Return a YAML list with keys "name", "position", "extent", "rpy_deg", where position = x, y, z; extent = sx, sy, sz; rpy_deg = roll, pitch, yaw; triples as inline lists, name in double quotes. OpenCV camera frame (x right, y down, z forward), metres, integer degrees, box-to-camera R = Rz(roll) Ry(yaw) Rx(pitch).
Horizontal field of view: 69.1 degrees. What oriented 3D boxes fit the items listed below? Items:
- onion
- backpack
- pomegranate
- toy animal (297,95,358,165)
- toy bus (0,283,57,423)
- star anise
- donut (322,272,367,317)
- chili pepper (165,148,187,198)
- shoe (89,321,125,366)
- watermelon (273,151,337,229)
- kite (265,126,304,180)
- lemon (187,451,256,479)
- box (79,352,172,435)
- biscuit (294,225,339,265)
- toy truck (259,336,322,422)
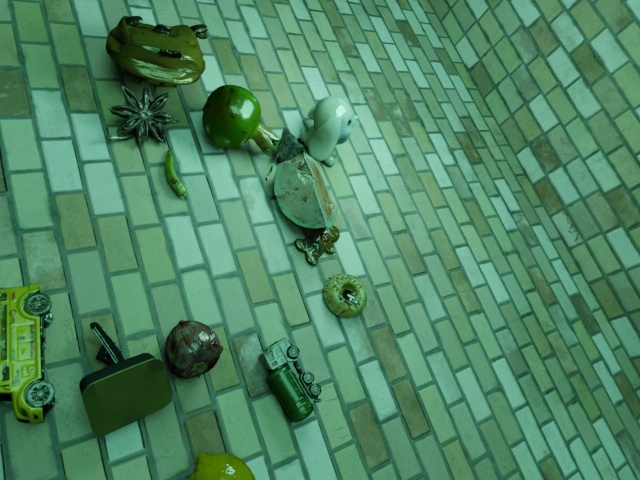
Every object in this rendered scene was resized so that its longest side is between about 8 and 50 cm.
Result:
- name: "onion"
  position: [-0.375, 0.295, 1.330]
  extent: [0.160, 0.159, 0.195]
  rpy_deg: [-11, 43, -32]
- name: "backpack"
  position: [-0.568, -0.672, 1.652]
  extent: [0.354, 0.201, 0.378]
  rpy_deg: [-6, 39, -31]
- name: "pomegranate"
  position: [-0.287, -0.434, 1.716]
  extent: [0.302, 0.236, 0.235]
  rpy_deg: [28, 55, -12]
- name: "toy animal"
  position: [0.021, -0.462, 1.883]
  extent: [0.174, 0.289, 0.249]
  rpy_deg: [4, 42, -25]
- name: "toy bus"
  position: [-0.734, 0.281, 1.133]
  extent: [0.152, 0.144, 0.329]
  rpy_deg: [-2, 65, -30]
- name: "star anise"
  position: [-0.618, -0.417, 1.592]
  extent: [0.262, 0.081, 0.230]
  rpy_deg: [-42, 119, -16]
- name: "donut"
  position: [0.094, 0.193, 1.677]
  extent: [0.175, 0.068, 0.174]
  rpy_deg: [13, 59, -23]
- name: "chili pepper"
  position: [-0.507, -0.233, 1.597]
  extent: [0.049, 0.043, 0.208]
  rpy_deg: [-17, 73, -21]
- name: "shoe"
  position: [-0.588, 0.296, 1.261]
  extent: [0.053, 0.062, 0.159]
  rpy_deg: [-33, 89, -10]
- name: "watermelon"
  position: [-0.043, -0.158, 1.722]
  extent: [0.224, 0.180, 0.304]
  rpy_deg: [-13, 73, -21]
- name: "kite"
  position: [-0.143, -0.305, 1.815]
  extent: [0.152, 0.015, 0.285]
  rpy_deg: [50, 45, -36]
- name: "lemon"
  position: [-0.247, 0.649, 1.173]
  extent: [0.187, 0.187, 0.244]
  rpy_deg: [-28, 83, -36]
- name: "box"
  position: [-0.505, 0.388, 1.204]
  extent: [0.201, 0.090, 0.144]
  rpy_deg: [-19, 106, -33]
- name: "biscuit"
  position: [0.000, 0.000, 1.756]
  extent: [0.205, 0.031, 0.138]
  rpy_deg: [-34, 83, -38]
- name: "toy truck"
  position: [-0.095, 0.428, 1.432]
  extent: [0.125, 0.101, 0.242]
  rpy_deg: [-27, 82, -24]
